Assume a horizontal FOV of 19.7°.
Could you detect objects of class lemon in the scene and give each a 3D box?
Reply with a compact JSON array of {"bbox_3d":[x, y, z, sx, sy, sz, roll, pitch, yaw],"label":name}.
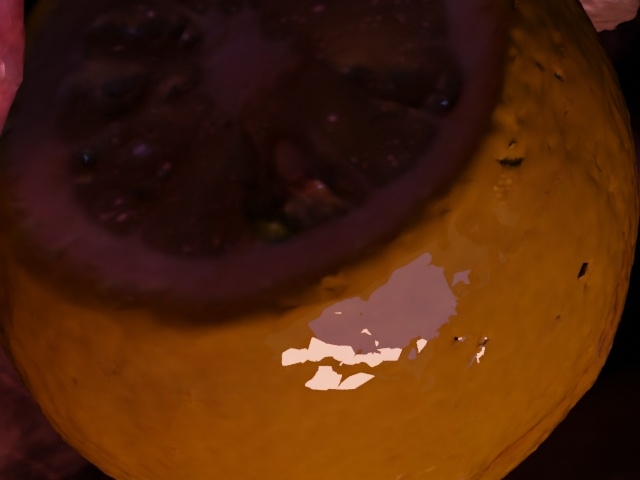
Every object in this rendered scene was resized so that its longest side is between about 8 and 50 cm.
[{"bbox_3d":[0.000,0.000,0.682,0.240,0.240,0.219,-37,146,-8],"label":"lemon"}]

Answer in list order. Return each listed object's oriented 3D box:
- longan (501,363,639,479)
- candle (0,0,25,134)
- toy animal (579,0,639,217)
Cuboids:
[{"bbox_3d":[0.170,0.199,0.938,0.297,0.297,0.297,-20,132,-24],"label":"longan"},{"bbox_3d":[-0.192,-0.132,0.512,0.287,0.131,0.317,10,114,-38],"label":"candle"},{"bbox_3d":[0.095,-0.059,0.821,0.186,0.094,0.214,-53,149,9],"label":"toy animal"}]
